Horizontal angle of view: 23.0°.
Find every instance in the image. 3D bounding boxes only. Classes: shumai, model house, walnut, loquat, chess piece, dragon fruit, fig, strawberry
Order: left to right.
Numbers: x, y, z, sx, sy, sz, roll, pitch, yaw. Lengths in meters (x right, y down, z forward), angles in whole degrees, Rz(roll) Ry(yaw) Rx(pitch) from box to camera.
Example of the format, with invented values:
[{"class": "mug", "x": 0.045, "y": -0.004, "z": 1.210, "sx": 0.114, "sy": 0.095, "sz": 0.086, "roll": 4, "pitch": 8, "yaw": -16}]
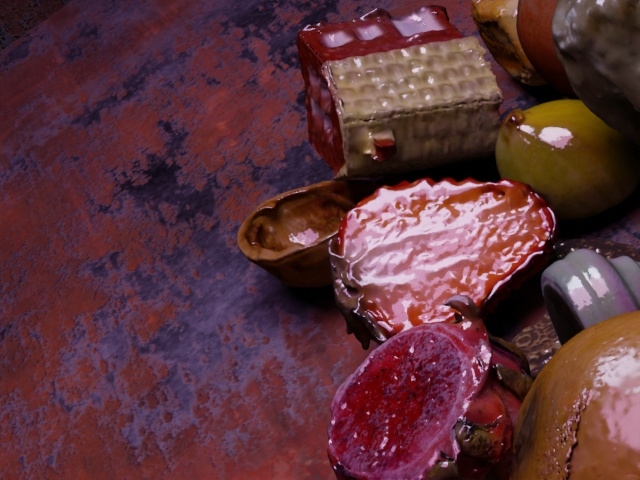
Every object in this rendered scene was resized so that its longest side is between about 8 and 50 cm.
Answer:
[{"class": "walnut", "x": 0.000, "y": 0.001, "z": 1.803, "sx": 0.167, "sy": 0.087, "sz": 0.211, "roll": -35, "pitch": 22, "yaw": -17}, {"class": "model house", "x": 0.094, "y": -0.152, "z": 1.806, "sx": 0.196, "sy": 0.160, "sz": 0.254, "roll": -8, "pitch": 27, "yaw": -9}, {"class": "dragon fruit", "x": 0.108, "y": 0.163, "z": 1.379, "sx": 0.211, "sy": 0.147, "sz": 0.282, "roll": -42, "pitch": 27, "yaw": -14}, {"class": "strawberry", "x": 0.131, "y": 0.030, "z": 1.603, "sx": 0.236, "sy": 0.111, "sz": 0.190, "roll": -19, "pitch": 60, "yaw": 7}, {"class": "fig", "x": 0.259, "y": -0.082, "z": 1.631, "sx": 0.153, "sy": 0.121, "sz": 0.136, "roll": -7, "pitch": 26, "yaw": 3}, {"class": "loquat", "x": 0.241, "y": 0.178, "z": 1.094, "sx": 0.263, "sy": 0.263, "sz": 0.263, "roll": -26, "pitch": 29, "yaw": 16}, {"class": "chess piece", "x": 0.341, "y": 0.032, "z": 1.382, "sx": 0.271, "sy": 0.139, "sz": 0.139, "roll": -24, "pitch": 28, "yaw": -5}, {"class": "shumai", "x": 0.403, "y": -0.189, "z": 1.426, "sx": 0.330, "sy": 0.292, "sz": 0.288, "roll": -41, "pitch": 8, "yaw": 4}]

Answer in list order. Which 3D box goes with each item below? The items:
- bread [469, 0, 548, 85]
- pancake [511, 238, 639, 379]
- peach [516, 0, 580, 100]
[{"class": "bread", "x": 0.330, "y": -0.305, "z": 1.878, "sx": 0.294, "sy": 0.132, "sz": 0.167, "roll": -37, "pitch": 27, "yaw": -3}, {"class": "pancake", "x": 0.233, "y": 0.067, "z": 1.526, "sx": 0.190, "sy": 0.020, "sz": 0.184, "roll": -40, "pitch": 29, "yaw": -12}, {"class": "peach", "x": 0.340, "y": -0.249, "z": 1.677, "sx": 0.252, "sy": 0.252, "sz": 0.252, "roll": -26, "pitch": 29, "yaw": 16}]
